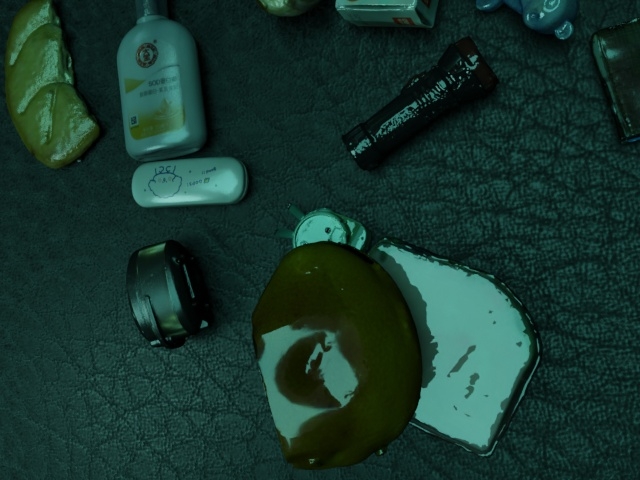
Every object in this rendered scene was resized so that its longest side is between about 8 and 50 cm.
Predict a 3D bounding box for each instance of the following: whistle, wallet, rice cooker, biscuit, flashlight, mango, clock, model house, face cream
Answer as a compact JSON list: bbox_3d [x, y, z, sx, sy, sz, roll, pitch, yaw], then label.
[{"bbox_3d":[0.276,-0.389,0.964,0.180,0.093,0.269,-38,74,37],"label":"whistle"},{"bbox_3d":[0.530,-0.242,0.905,0.317,0.044,0.169,-15,79,14],"label":"wallet"},{"bbox_3d":[-0.234,0.082,1.076,0.106,0.112,0.165,-24,80,8],"label":"rice cooker"},{"bbox_3d":[-0.479,-0.267,1.207,0.154,0.045,0.299,-25,80,15],"label":"biscuit"},{"bbox_3d":[0.135,-0.190,0.999,0.232,0.093,0.093,-33,78,15],"label":"flashlight"},{"bbox_3d":[0.020,0.113,0.741,0.166,0.136,0.236,-16,80,-2],"label":"mango"},{"bbox_3d":[0.000,0.000,1.047,0.135,0.041,0.101,28,95,16],"label":"clock"},{"bbox_3d":[0.149,0.123,0.898,0.237,0.237,0.202,20,91,13],"label":"model house"},{"bbox_3d":[-0.260,-0.279,1.128,0.144,0.071,0.291,-7,84,16],"label":"face cream"}]

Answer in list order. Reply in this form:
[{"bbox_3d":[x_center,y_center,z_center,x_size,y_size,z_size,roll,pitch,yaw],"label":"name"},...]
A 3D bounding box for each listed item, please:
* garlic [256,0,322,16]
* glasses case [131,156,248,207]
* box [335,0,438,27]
[{"bbox_3d":[-0.050,-0.425,1.058,0.115,0.128,0.207,-20,70,56],"label":"garlic"},{"bbox_3d":[-0.209,-0.091,1.111,0.197,0.049,0.076,-1,87,16],"label":"glasses case"},{"bbox_3d":[0.115,-0.444,1.009,0.135,0.079,0.269,11,89,31],"label":"box"}]
